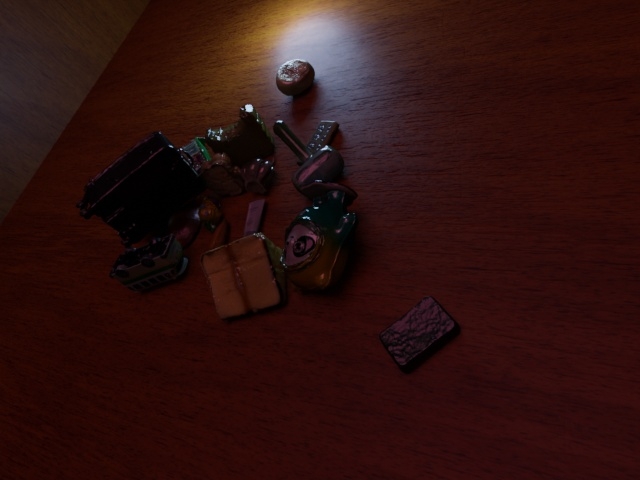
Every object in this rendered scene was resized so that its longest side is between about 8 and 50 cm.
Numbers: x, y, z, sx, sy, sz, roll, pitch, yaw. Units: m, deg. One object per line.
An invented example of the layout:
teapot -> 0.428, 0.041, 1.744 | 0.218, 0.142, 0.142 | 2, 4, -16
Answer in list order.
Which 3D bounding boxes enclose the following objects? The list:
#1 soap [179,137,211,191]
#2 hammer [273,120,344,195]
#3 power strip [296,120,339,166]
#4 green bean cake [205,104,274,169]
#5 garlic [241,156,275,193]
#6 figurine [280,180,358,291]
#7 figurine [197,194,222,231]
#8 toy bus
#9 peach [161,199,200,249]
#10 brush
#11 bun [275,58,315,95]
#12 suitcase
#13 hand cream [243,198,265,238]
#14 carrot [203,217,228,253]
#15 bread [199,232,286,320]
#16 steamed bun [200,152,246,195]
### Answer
soap -> -0.578, -0.350, 1.993 | 0.218, 0.098, 0.273 | -38, 50, 3
hammer -> -0.074, -0.331, 1.637 | 0.206, 0.119, 0.335 | -40, 69, -1
power strip -> -0.017, -0.371, 1.734 | 0.092, 0.034, 0.267 | 15, 69, 35
green bean cake -> -0.338, -0.434, 1.830 | 0.236, 0.233, 0.124 | -26, 46, 12
garlic -> -0.233, -0.288, 1.757 | 0.131, 0.127, 0.194 | 4, 43, 35
figurine -> 0.000, 0.000, 1.381 | 0.324, 0.232, 0.339 | -10, 62, 54
figurine -> -0.464, -0.116, 1.771 | 0.095, 0.115, 0.156 | -19, 54, 31
toy bus -> -0.666, 0.096, 1.714 | 0.276, 0.164, 0.133 | -18, 39, 18
peach -> -0.596, -0.075, 1.849 | 0.189, 0.068, 0.279 | -8, 57, 22
brush -> 0.262, 0.249, 1.165 | 0.197, 0.059, 0.123 | -39, 48, 2
bun -> -0.114, -0.739, 1.984 | 0.164, 0.111, 0.188 | 24, 70, 20
suitcase -> -0.681, -0.200, 1.687 | 0.434, 0.283, 0.194 | -40, 52, -3
hand cream -> -0.258, -0.054, 1.657 | 0.080, 0.048, 0.255 | -12, 55, 24
carrot -> -0.399, -0.003, 1.698 | 0.072, 0.072, 0.204 | -7, 51, 25
bread -> -0.262, 0.128, 1.460 | 0.264, 0.198, 0.235 | -19, 61, 20
steamed bun -> -0.407, -0.274, 1.810 | 0.193, 0.177, 0.106 | -16, 44, 34
